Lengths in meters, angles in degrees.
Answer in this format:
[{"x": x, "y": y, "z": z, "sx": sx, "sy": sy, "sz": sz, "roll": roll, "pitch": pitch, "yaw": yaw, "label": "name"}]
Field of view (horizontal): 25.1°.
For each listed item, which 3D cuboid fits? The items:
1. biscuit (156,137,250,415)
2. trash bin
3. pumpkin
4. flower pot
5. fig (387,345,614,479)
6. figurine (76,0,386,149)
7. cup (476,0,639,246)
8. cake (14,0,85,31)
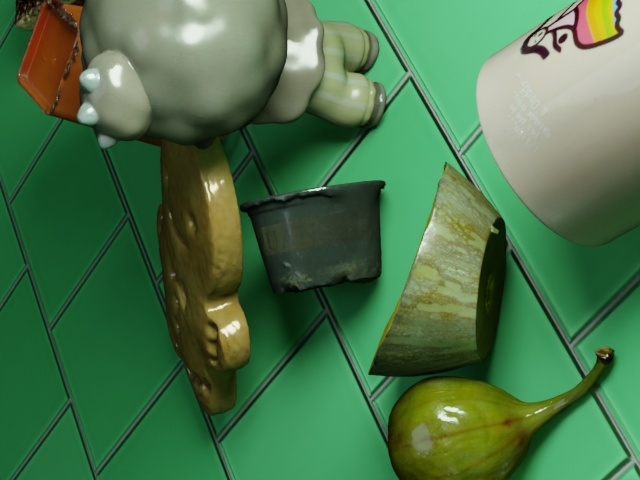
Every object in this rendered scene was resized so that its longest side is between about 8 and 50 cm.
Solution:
[{"x": -0.142, "y": 0.026, "z": 1.635, "sx": 0.275, "sy": 0.052, "sz": 0.355, "roll": -120, "pitch": 26, "yaw": -45, "label": "biscuit"}, {"x": -0.228, "y": -0.195, "z": 1.751, "sx": 0.184, "sy": 0.238, "sz": 0.161, "roll": 42, "pitch": 116, "yaw": 44, "label": "trash bin"}, {"x": 0.126, "y": 0.042, "z": 1.369, "sx": 0.110, "sy": 0.217, "sz": 0.217, "roll": 21, "pitch": 102, "yaw": 11, "label": "pumpkin"}, {"x": 0.000, "y": 0.000, "z": 1.523, "sx": 0.157, "sy": 0.157, "sz": 0.107, "roll": -10, "pitch": 90, "yaw": 49, "label": "flower pot"}, {"x": 0.172, "y": 0.159, "z": 1.330, "sx": 0.236, "sy": 0.124, "sz": 0.124, "roll": -28, "pitch": 59, "yaw": 17, "label": "fig"}, {"x": -0.086, "y": -0.196, "z": 1.470, "sx": 0.203, "sy": 0.380, "sz": 0.248, "roll": 2, "pitch": 86, "yaw": 46, "label": "figurine"}, {"x": 0.272, "y": -0.144, "z": 1.203, "sx": 0.200, "sy": 0.191, "sz": 0.253, "roll": -33, "pitch": 26, "yaw": 39, "label": "cup"}, {"x": -0.328, "y": -0.334, "z": 2.001, "sx": 0.246, "sy": 0.112, "sz": 0.135, "roll": 20, "pitch": 102, "yaw": 47, "label": "cake"}]
